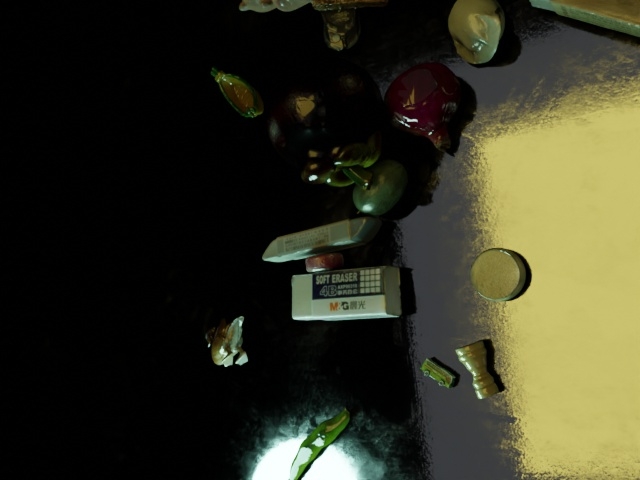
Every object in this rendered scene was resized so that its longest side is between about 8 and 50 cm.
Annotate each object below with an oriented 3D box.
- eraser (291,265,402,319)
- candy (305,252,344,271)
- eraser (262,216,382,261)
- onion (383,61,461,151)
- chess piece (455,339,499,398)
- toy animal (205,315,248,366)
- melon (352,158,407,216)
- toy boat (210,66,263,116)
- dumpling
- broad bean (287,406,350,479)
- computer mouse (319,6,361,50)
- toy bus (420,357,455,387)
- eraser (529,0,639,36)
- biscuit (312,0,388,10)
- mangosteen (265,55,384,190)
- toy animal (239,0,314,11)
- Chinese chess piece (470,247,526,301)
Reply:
[{"bbox_3d":[0.063,0.139,1.636,0.287,0.086,0.131,-6,81,34],"label":"eraser"},{"bbox_3d":[0.012,0.059,1.667,0.103,0.103,0.043,-12,84,33],"label":"candy"},{"bbox_3d":[0.000,0.000,1.689,0.351,0.089,0.061,-13,75,33],"label":"eraser"},{"bbox_3d":[0.251,-0.313,1.529,0.195,0.139,0.218,-23,77,23],"label":"onion"},{"bbox_3d":[0.359,0.293,1.438,0.066,0.066,0.122,-29,76,29],"label":"chess piece"},{"bbox_3d":[-0.276,0.278,1.861,0.179,0.089,0.188,42,115,45],"label":"toy animal"},{"bbox_3d":[0.146,-0.127,1.587,0.167,0.114,0.114,-50,62,16],"label":"melon"},{"bbox_3d":[-0.244,-0.436,1.893,0.229,0.088,0.089,49,113,27],"label":"toy boat"},{"bbox_3d":[0.359,-0.500,1.496,0.176,0.092,0.150,38,121,25],"label":"dumpling"},{"bbox_3d":[-0.019,0.544,1.681,0.060,0.043,0.298,43,110,17],"label":"broad bean"},{"bbox_3d":[0.054,-0.602,1.719,0.105,0.062,0.193,-8,84,11],"label":"computer mouse"},{"bbox_3d":[0.280,0.316,1.507,0.083,0.031,0.037,32,94,32],"label":"toy bus"},{"bbox_3d":[0.614,-0.523,1.327,0.343,0.078,0.144,33,104,33],"label":"eraser"},{"bbox_3d":[0.079,-0.641,1.669,0.198,0.034,0.064,1,84,9],"label":"biscuit"},{"bbox_3d":[0.005,-0.277,1.526,0.296,0.297,0.314,5,70,34],"label":"mangosteen"},{"bbox_3d":[-0.116,-0.720,1.796,0.250,0.167,0.154,7,47,29],"label":"toy animal"},{"bbox_3d":[0.400,0.077,1.435,0.122,0.051,0.122,-2,86,32],"label":"Chinese chess piece"}]
